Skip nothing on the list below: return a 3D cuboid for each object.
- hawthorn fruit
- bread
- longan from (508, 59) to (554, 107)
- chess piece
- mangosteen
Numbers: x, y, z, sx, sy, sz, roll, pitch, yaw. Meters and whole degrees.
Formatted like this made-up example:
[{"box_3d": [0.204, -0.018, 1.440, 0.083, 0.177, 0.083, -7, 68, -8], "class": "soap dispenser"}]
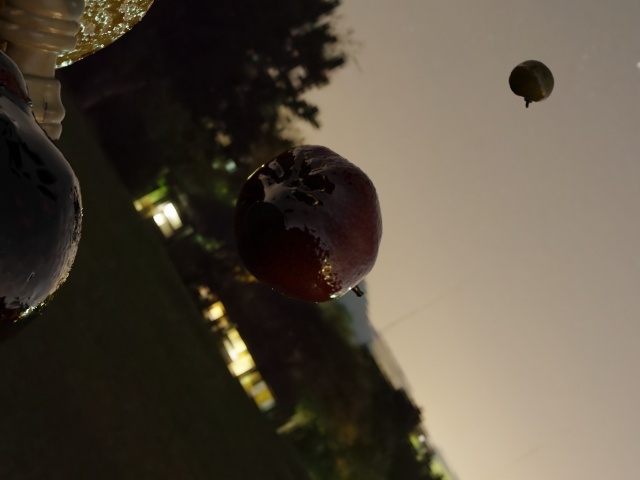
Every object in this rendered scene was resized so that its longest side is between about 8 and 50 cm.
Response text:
[{"box_3d": [0.000, 0.000, 1.824, 0.210, 0.230, 0.266, -5, -49, 45], "class": "hawthorn fruit"}, {"box_3d": [-0.497, -0.459, 2.209, 0.215, 0.398, 0.398, 60, -4, 6], "class": "bread"}, {"box_3d": [0.346, -0.256, 2.001, 0.075, 0.075, 0.083, -123, -143, -49], "class": "longan"}, {"box_3d": [-0.429, -0.312, 1.822, 0.124, 0.138, 0.307, -81, -173, -79], "class": "chess piece"}, {"box_3d": [-0.356, -0.059, 1.119, 0.306, 0.360, 0.306, 29, 7, -4], "class": "mangosteen"}]
